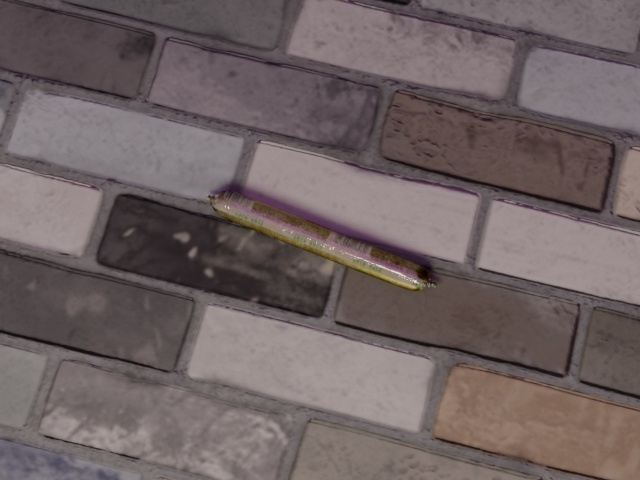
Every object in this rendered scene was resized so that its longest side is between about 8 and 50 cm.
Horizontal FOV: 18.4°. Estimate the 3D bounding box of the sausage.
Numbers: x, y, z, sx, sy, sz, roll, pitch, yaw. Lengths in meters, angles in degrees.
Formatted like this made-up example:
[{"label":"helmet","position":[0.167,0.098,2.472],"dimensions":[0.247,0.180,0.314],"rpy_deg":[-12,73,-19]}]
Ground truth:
[{"label":"sausage","position":[0.000,0.000,2.127],"dimensions":[0.269,0.033,0.033],"rpy_deg":[21,68,8]}]
